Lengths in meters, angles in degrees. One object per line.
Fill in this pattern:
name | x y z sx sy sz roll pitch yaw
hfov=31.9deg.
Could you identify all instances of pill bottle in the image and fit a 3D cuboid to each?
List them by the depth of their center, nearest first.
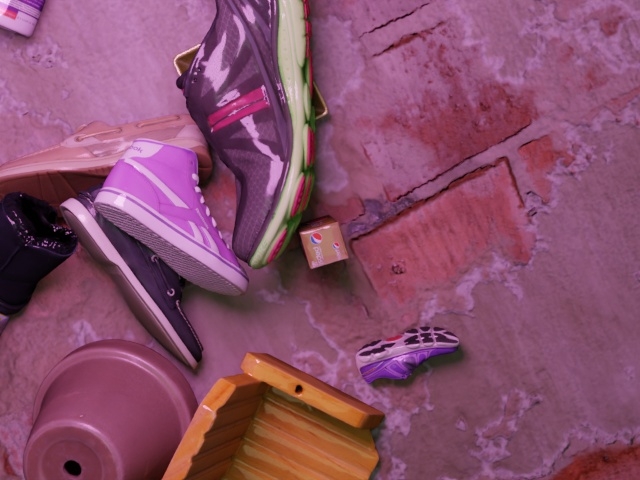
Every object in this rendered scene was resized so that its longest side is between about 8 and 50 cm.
pill bottle | -0.459 -0.419 1.709 0.108 0.108 0.193 22 92 -5

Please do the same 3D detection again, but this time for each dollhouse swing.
dollhouse swing | -0.082 0.381 1.683 0.315 0.305 0.346 27 90 -5

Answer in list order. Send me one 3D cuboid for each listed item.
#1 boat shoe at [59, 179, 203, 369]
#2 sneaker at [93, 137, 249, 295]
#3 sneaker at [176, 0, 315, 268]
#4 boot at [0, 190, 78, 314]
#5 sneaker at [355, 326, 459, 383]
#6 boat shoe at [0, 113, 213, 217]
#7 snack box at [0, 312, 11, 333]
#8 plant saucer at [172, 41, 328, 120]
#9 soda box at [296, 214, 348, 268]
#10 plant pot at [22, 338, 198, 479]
boat shoe | -0.261 0.048 1.732 0.113 0.127 0.340 -42 111 -21
sneaker | -0.186 -0.042 1.658 0.282 0.102 0.161 43 59 -34
sneaker | -0.111 -0.195 1.682 0.202 0.185 0.482 -2 84 5
boot | -0.503 -0.015 1.686 0.246 0.094 0.207 38 130 -10
sneaker | 0.143 0.188 1.816 0.170 0.068 0.071 -15 109 6
boat shoe | -0.342 -0.122 1.742 0.341 0.121 0.110 -9 55 -8
snack box | -0.574 0.108 1.681 0.174 0.207 0.070 30 91 -4
plant saucer | -0.111 -0.243 1.773 0.188 0.045 0.188 -27 95 -2
soda box | 0.000 0.000 1.726 0.061 0.181 0.058 -17 96 -3
plant pot | -0.332 0.304 1.674 0.263 0.229 0.263 2 102 7
